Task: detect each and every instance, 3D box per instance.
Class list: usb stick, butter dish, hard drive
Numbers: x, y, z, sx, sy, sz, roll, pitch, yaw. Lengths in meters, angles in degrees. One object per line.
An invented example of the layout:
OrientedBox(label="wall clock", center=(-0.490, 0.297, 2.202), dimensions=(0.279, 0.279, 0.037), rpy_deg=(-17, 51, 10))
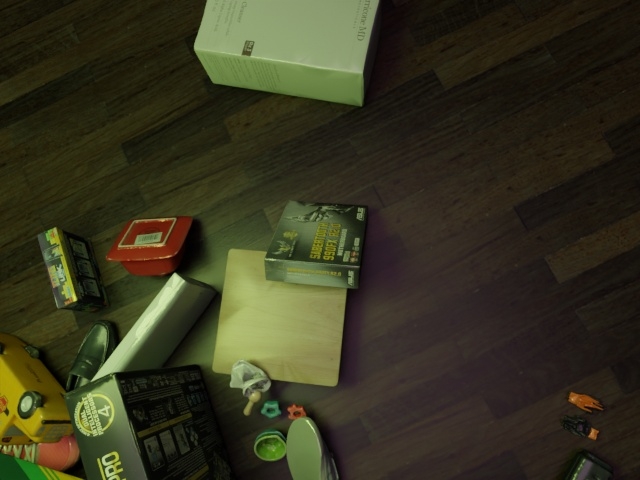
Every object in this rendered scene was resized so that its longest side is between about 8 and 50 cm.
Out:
OrientedBox(label="usb stick", center=(0.460, 0.534, 0.973), dimensions=(0.077, 0.045, 0.278), rpy_deg=(32, 84, 12))
OrientedBox(label="butter dish", center=(-0.364, 0.028, 1.139), dimensions=(0.160, 0.118, 0.160), rpy_deg=(-3, 35, 5))
OrientedBox(label="hard drive", center=(-0.344, 0.211, 1.048), dimensions=(0.040, 0.203, 0.307), rpy_deg=(35, 84, 12))

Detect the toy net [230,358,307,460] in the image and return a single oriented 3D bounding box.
OrientedBox(label="toy net", center=(-0.103, 0.334, 1.023), dimensions=(0.122, 0.045, 0.232), rpy_deg=(-18, 113, 9))

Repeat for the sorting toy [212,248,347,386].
OrientedBox(label="sorting toy", center=(-0.075, 0.160, 1.087), dimensions=(0.257, 0.089, 0.255), rpy_deg=(5, 80, 7))

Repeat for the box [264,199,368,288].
OrientedBox(label="box", center=(0.000, 0.000, 1.055), dimensions=(0.183, 0.231, 0.056), rpy_deg=(5, 124, 7))

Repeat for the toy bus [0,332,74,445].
OrientedBox(label="toy bus", center=(-0.637, 0.306, 1.062), dimensions=(0.332, 0.108, 0.130), rpy_deg=(32, 86, 30))

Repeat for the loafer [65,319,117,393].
OrientedBox(label="loafer", center=(-0.503, 0.283, 1.116), dimensions=(0.076, 0.078, 0.223), rpy_deg=(11, 80, 8))

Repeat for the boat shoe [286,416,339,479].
OrientedBox(label="boat shoe", center=(-0.007, 0.461, 1.026), dimensions=(0.079, 0.081, 0.228), rpy_deg=(-16, 83, 24))

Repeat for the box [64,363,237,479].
OrientedBox(label="box", center=(-0.263, 0.387, 0.908), dimensions=(0.097, 0.395, 0.318), rpy_deg=(-25, 78, -1))

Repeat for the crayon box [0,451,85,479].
OrientedBox(label="crayon box", center=(-0.587, 0.597, 0.975), dimensions=(0.313, 0.106, 0.363), rpy_deg=(14, 108, 9))

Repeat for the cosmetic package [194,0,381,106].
OrientedBox(label="cosmetic package", center=(-0.064, -0.459, 1.176), dimensions=(0.385, 0.156, 0.217), rpy_deg=(9, 78, 9))

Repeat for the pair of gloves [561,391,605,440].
OrientedBox(label="pair of gloves", center=(0.522, 0.347, 1.022), dimensions=(0.074, 0.010, 0.083), rpy_deg=(19, 84, 8))

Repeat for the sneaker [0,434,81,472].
OrientedBox(label="sneaker", center=(-0.659, 0.449, 1.072), dimensions=(0.313, 0.136, 0.116), rpy_deg=(-2, 79, 6))

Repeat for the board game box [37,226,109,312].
OrientedBox(label="board game box", center=(-0.541, 0.070, 1.132), dimensions=(0.048, 0.141, 0.170), rpy_deg=(-23, 77, 1))
